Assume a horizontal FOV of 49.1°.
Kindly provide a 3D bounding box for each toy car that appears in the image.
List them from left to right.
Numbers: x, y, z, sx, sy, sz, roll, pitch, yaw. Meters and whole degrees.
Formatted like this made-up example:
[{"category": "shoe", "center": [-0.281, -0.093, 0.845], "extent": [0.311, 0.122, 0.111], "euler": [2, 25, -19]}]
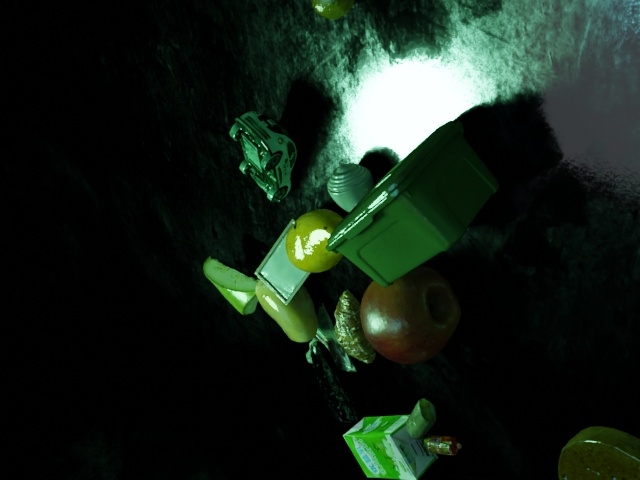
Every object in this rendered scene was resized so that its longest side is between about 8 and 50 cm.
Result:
[{"category": "toy car", "center": [-0.127, -0.214, 1.746], "extent": [0.136, 0.125, 0.306], "euler": [45, 167, 19]}]

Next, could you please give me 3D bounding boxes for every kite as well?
[{"category": "kite", "center": [0.008, 0.313, 2.124], "extent": [0.267, 0.013, 0.323], "euler": [41, 143, 21]}]

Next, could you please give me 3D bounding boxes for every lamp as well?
[{"category": "lamp", "center": [0.088, -0.090, 1.607], "extent": [0.106, 0.106, 0.193], "euler": [5, 130, 50]}]

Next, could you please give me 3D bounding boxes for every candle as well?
[{"category": "candle", "center": [0.332, 0.551, 1.884], "extent": [0.130, 0.052, 0.052], "euler": [-16, 105, 56]}]

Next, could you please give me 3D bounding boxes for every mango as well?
[{"category": "mango", "center": [0.003, -0.001, 1.780], "extent": [0.262, 0.109, 0.157], "euler": [-20, 92, 51]}]

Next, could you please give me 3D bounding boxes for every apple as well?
[{"category": "apple", "center": [0.200, 0.164, 1.575], "extent": [0.201, 0.218, 0.218], "euler": [-20, 102, 49]}]

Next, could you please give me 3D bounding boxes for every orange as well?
[{"category": "orange", "center": [0.027, -0.478, 1.363], "extent": [0.095, 0.085, 0.085], "euler": [-25, 98, 46]}]

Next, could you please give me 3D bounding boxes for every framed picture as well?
[{"category": "framed picture", "center": [-0.084, 0.060, 1.928], "extent": [0.136, 0.010, 0.201], "euler": [43, 112, 18]}]

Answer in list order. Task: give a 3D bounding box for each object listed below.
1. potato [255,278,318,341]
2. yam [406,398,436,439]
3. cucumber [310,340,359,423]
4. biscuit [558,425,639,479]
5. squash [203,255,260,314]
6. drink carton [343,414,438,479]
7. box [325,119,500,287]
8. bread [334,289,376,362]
[{"category": "potato", "center": [-0.090, 0.189, 2.028], "extent": [0.146, 0.150, 0.234], "euler": [-41, 89, 17]}, {"category": "yam", "center": [0.275, 0.479, 1.882], "extent": [0.069, 0.069, 0.146], "euler": [42, 143, 20]}, {"category": "cucumber", "center": [0.032, 0.427, 2.125], "extent": [0.081, 0.072, 0.303], "euler": [5, 124, 52]}, {"category": "biscuit", "center": [0.675, 0.550, 1.434], "extent": [0.394, 0.070, 0.350], "euler": [40, 145, 24]}, {"category": "squash", "center": [-0.304, 0.121, 2.281], "extent": [0.252, 0.093, 0.169], "euler": [46, 147, 14]}, {"category": "drink carton", "center": [0.205, 0.603, 2.038], "extent": [0.161, 0.108, 0.271], "euler": [60, 148, -2]}, {"category": "box", "center": [0.183, -0.058, 1.385], "extent": [0.178, 0.253, 0.328], "euler": [45, 147, 0]}, {"category": "bread", "center": [0.085, 0.247, 1.916], "extent": [0.105, 0.076, 0.233], "euler": [7, 122, 47]}]
